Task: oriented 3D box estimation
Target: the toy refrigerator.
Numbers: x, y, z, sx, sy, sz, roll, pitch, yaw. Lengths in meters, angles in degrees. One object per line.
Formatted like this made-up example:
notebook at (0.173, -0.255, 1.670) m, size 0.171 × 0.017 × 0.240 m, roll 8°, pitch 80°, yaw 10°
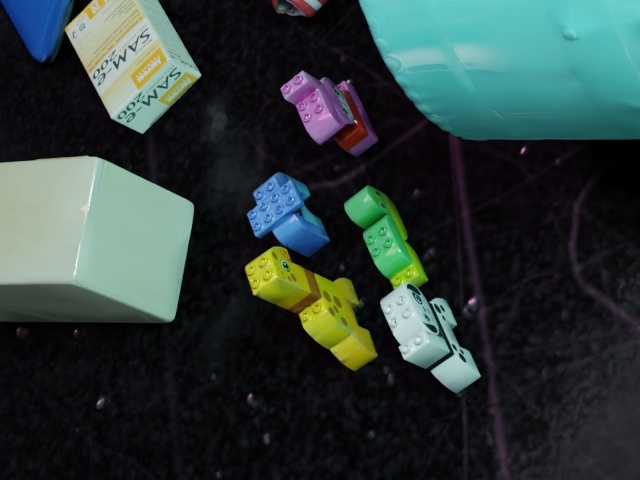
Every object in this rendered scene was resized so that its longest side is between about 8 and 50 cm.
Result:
toy refrigerator at (-0.225, 0.000, 1.277) m, size 0.269 × 0.102 × 0.094 m, roll -1°, pitch 72°, yaw 37°

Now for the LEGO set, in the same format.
LEGO set at (0.000, 0.000, 1.112) m, size 0.087 × 0.093 × 0.227 m, roll -37°, pitch 55°, yaw 21°

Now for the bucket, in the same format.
bucket at (0.148, -0.179, 0.957) m, size 0.183 × 0.281 × 0.281 m, roll -4°, pitch 71°, yaw 33°

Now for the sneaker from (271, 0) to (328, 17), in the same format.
sneaker at (-0.026, -0.195, 1.239) m, size 0.067 × 0.042 × 0.118 m, roll -49°, pitch 54°, yaw 8°

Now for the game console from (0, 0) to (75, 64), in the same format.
game console at (-0.170, -0.320, 1.405) m, size 0.250 × 0.173 × 0.293 m, roll -26°, pitch 54°, yaw -10°

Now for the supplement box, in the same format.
supplement box at (-0.133, -0.132, 1.299) m, size 0.062 × 0.036 × 0.098 m, roll -44°, pitch 53°, yaw 17°
